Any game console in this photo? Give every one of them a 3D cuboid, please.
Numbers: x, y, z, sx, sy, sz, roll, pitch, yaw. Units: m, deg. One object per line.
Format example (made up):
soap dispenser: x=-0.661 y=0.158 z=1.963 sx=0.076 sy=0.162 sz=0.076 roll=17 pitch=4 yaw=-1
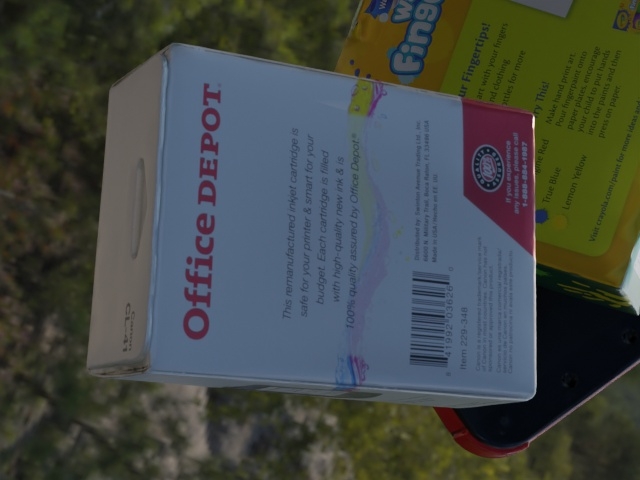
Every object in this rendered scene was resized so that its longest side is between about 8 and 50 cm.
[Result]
game console: x=0.254 y=0.037 z=1.731 sx=0.386 sy=0.342 sz=0.060 roll=-34 pitch=177 yaw=-14

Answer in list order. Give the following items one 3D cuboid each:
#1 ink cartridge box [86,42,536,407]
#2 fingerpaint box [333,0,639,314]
ink cartridge box: x=0.000 y=0.000 z=1.041 sx=0.131 sy=0.306 sz=0.226 roll=-18 pitch=-113 yaw=62
fingerpaint box: x=0.225 y=-0.190 z=1.525 sx=0.445 sy=0.371 sz=0.163 roll=-70 pitch=158 yaw=-7
